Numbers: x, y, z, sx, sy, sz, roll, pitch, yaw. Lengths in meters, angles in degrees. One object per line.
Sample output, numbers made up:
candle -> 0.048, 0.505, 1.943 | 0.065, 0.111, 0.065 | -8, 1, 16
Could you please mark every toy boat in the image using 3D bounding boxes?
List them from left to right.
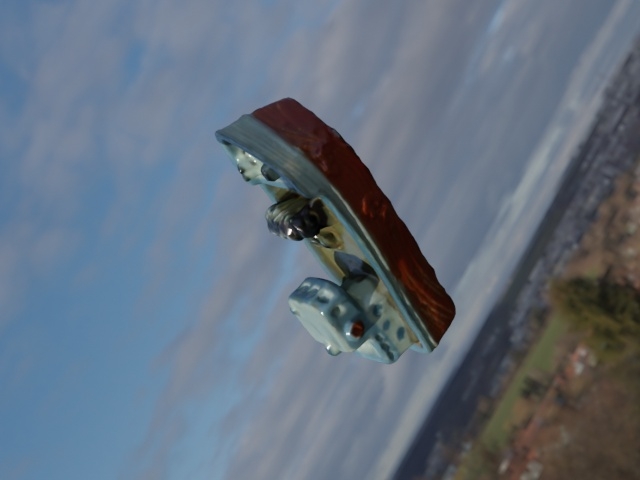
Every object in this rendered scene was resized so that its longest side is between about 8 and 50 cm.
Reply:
toy boat -> 0.000, 0.000, 1.509 | 0.133, 0.332, 0.145 | -43, 25, -19
